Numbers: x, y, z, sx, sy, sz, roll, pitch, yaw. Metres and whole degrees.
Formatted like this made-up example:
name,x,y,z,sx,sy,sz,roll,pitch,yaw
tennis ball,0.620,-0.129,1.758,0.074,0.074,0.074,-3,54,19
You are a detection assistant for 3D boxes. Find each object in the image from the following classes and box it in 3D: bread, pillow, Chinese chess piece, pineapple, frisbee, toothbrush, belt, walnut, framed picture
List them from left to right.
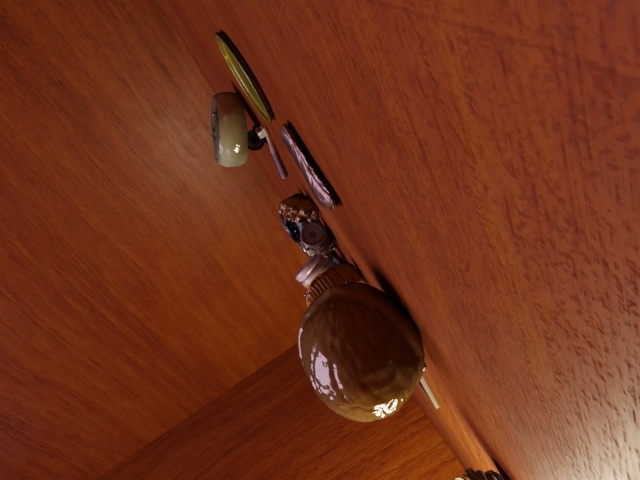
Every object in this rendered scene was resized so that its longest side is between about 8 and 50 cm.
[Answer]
name,x,y,z,sx,sy,sz,roll,pitch,yaw
Chinese chess piece,-0.312,-0.375,1.600,0.250,0.101,0.250,173,90,-74
frisbee,-0.179,-0.384,1.118,0.236,0.017,0.236,56,176,6
toothbrush,-0.155,-0.285,1.568,0.025,0.030,0.342,60,180,19
belt,-0.082,-0.080,1.692,0.151,0.078,0.198,47,154,27
pineapple,-0.059,-0.099,1.510,0.137,0.116,0.069,12,129,20
pillow,-0.028,-0.154,1.014,0.211,0.034,0.135,58,180,-4
bread,0.058,0.172,1.465,0.104,0.199,0.199,49,172,39
walnut,0.090,0.256,1.112,0.333,0.332,0.333,56,176,5
framed picture,0.338,0.470,1.742,0.289,0.020,0.211,58,177,-34

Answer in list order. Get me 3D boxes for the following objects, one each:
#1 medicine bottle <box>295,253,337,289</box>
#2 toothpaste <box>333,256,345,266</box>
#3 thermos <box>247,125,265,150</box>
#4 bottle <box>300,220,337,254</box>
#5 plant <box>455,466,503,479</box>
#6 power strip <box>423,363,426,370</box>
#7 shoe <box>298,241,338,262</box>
name,x,y,z,sx,sy,sz,roll,pitch,yaw
medicine bottle,0.043,0.163,1.655,0.249,0.133,0.133,42,177,-3
toothpaste,0.085,0.098,1.713,0.057,0.035,0.197,47,178,-25
thermos,-0.247,-0.368,1.723,0.083,0.073,0.187,56,177,-13
bottle,0.000,-0.001,1.577,0.099,0.099,0.152,55,-175,26
plant,0.472,0.759,1.200,0.261,0.297,0.306,19,-173,-41
power strip,0.263,0.329,1.374,0.123,0.032,0.056,54,177,21
shoe,0.016,0.059,1.845,0.149,0.109,0.293,34,158,53
